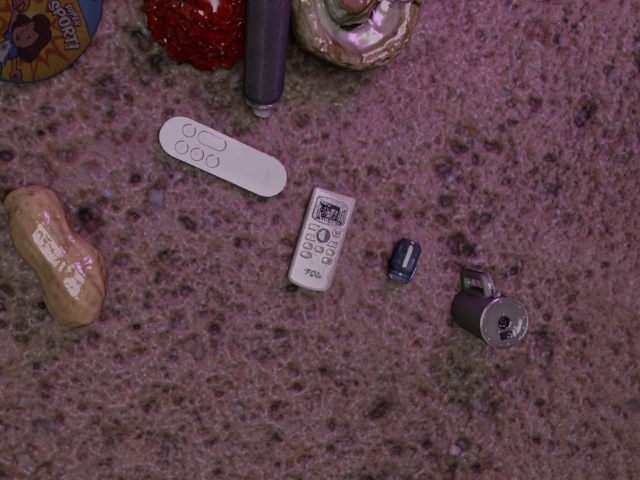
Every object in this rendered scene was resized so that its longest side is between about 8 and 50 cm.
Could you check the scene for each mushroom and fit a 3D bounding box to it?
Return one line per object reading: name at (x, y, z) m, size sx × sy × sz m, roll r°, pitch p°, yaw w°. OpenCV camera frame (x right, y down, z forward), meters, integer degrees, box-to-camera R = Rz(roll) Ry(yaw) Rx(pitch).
mushroom at (0.019, -0.394, 1.328) m, size 0.267 × 0.189 × 0.164 m, roll 14°, pitch 106°, yaw -38°

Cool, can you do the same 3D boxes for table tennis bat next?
table tennis bat at (-0.425, -0.382, 1.231) m, size 0.329 × 0.044 × 0.215 m, roll -41°, pitch 148°, yaw -26°

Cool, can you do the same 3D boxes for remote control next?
remote control at (-0.174, -0.151, 1.377) m, size 0.245 × 0.022 × 0.077 m, roll 24°, pitch 90°, yaw -14°
remote control at (0.000, 0.000, 1.430) m, size 0.087 × 0.029 × 0.190 m, roll 18°, pitch 91°, yaw -14°

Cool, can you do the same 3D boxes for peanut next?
peanut at (-0.437, 0.024, 1.281) m, size 0.124 × 0.123 × 0.256 m, roll -25°, pitch 97°, yaw -11°

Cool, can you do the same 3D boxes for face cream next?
face cream at (-0.092, -0.327, 1.281) m, size 0.073 × 0.073 × 0.283 m, roll -6°, pitch 139°, yaw -14°

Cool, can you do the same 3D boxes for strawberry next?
strawberry at (-0.175, -0.399, 1.281) m, size 0.234 × 0.178 × 0.234 m, roll -3°, pitch 102°, yaw -15°

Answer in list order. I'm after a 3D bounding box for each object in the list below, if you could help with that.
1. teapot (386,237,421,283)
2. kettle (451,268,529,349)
teapot at (0.162, 0.040, 1.471) m, size 0.049 × 0.063 × 0.083 m, roll 22°, pitch 92°, yaw 17°
kettle at (0.313, 0.134, 1.460) m, size 0.098 × 0.148 × 0.127 m, roll -44°, pitch 105°, yaw -5°
